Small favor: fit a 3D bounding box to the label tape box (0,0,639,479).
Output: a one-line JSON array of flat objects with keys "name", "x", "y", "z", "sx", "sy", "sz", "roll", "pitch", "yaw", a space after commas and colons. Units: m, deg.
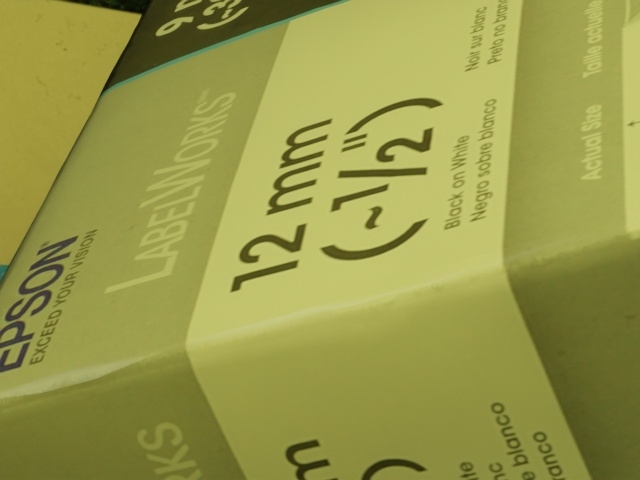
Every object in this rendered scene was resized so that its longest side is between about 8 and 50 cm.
[{"name": "label tape box", "x": 0.000, "y": 0.000, "z": 0.513, "sx": 0.348, "sy": 0.115, "sz": 0.249, "roll": -14, "pitch": 29, "yaw": 18}]
